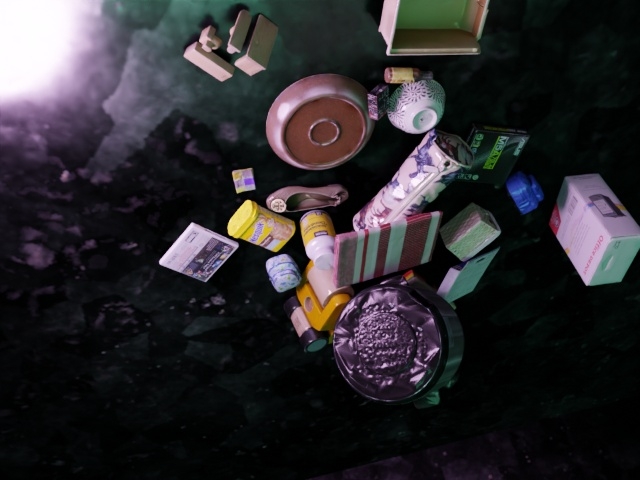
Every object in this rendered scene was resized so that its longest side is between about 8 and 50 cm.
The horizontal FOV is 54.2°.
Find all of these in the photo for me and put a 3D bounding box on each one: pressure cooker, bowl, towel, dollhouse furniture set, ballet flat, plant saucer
[{"bbox_3d":[0.271,0.329,2.005,0.370,0.375,0.420,-65,156,5],"label":"pressure cooker"},{"bbox_3d":[0.275,-0.353,1.724,0.170,0.080,0.170,-8,136,-8],"label":"bowl"},{"bbox_3d":[0.194,0.023,1.863,0.329,0.037,0.237,-14,143,-14],"label":"towel"},{"bbox_3d":[-0.215,-0.478,1.506,0.144,0.123,0.151,29,156,-35],"label":"dollhouse furniture set"},{"bbox_3d":[-0.037,-0.121,1.882,0.250,0.058,0.084,-7,134,-9],"label":"ballet flat"},{"bbox_3d":[-0.221,-0.174,1.815,0.060,0.009,0.083,-10,135,-6],"label":"towel"},{"bbox_3d":[0.007,-0.308,1.720,0.310,0.050,0.311,-7,136,-7],"label":"plant saucer"}]

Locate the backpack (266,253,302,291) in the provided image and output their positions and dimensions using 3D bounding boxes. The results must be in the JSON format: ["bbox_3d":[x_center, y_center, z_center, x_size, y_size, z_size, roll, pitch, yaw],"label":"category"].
[{"bbox_3d":[-0.121,0.107,2.067,0.105,0.084,0.114,-22,133,3],"label":"backpack"}]

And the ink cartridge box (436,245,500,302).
[{"bbox_3d":[0.513,0.117,2.204,0.223,0.045,0.224,-17,142,-43],"label":"ink cartridge box"}]

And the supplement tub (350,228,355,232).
[{"bbox_3d":[0.193,0.018,2.041,0.190,0.117,0.117,-1,134,-14],"label":"supplement tub"}]

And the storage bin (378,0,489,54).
[{"bbox_3d":[0.288,-0.584,1.469,0.260,0.123,0.262,-4,134,-11],"label":"storage bin"}]

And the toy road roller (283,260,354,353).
[{"bbox_3d":[0.044,0.219,2.152,0.240,0.202,0.329,-2,136,-34],"label":"toy road roller"}]

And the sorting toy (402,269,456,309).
[{"bbox_3d":[0.319,0.237,2.310,0.255,0.089,0.257,-39,131,22],"label":"sorting toy"}]

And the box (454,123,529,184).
[{"bbox_3d":[0.512,-0.260,1.905,0.184,0.045,0.191,5,133,-16],"label":"box"}]

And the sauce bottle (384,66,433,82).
[{"bbox_3d":[0.235,-0.437,1.657,0.128,0.042,0.042,-2,134,-11],"label":"sauce bottle"}]

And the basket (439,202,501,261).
[{"bbox_3d":[0.493,-0.031,2.079,0.103,0.113,0.167,31,120,-32],"label":"basket"}]

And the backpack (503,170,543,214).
[{"bbox_3d":[0.646,-0.165,2.000,0.101,0.098,0.120,-34,123,21],"label":"backpack"}]

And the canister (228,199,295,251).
[{"bbox_3d":[-0.178,-0.040,1.915,0.170,0.073,0.126,23,124,-34],"label":"canister"}]

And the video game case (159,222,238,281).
[{"bbox_3d":[-0.383,0.041,1.975,0.173,0.022,0.190,26,121,-34],"label":"video game case"}]

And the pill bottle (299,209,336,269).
[{"bbox_3d":[0.000,0.000,1.922,0.103,0.184,0.103,-8,135,-8],"label":"pill bottle"}]

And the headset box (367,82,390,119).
[{"bbox_3d":[0.158,-0.371,1.686,0.062,0.032,0.083,-46,147,-30],"label":"headset box"}]

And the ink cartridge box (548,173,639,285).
[{"bbox_3d":[0.888,-0.038,2.038,0.131,0.306,0.226,-7,135,-9],"label":"ink cartridge box"}]

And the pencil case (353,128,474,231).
[{"bbox_3d":[0.267,-0.141,1.859,0.160,0.183,0.410,43,121,4],"label":"pencil case"}]
